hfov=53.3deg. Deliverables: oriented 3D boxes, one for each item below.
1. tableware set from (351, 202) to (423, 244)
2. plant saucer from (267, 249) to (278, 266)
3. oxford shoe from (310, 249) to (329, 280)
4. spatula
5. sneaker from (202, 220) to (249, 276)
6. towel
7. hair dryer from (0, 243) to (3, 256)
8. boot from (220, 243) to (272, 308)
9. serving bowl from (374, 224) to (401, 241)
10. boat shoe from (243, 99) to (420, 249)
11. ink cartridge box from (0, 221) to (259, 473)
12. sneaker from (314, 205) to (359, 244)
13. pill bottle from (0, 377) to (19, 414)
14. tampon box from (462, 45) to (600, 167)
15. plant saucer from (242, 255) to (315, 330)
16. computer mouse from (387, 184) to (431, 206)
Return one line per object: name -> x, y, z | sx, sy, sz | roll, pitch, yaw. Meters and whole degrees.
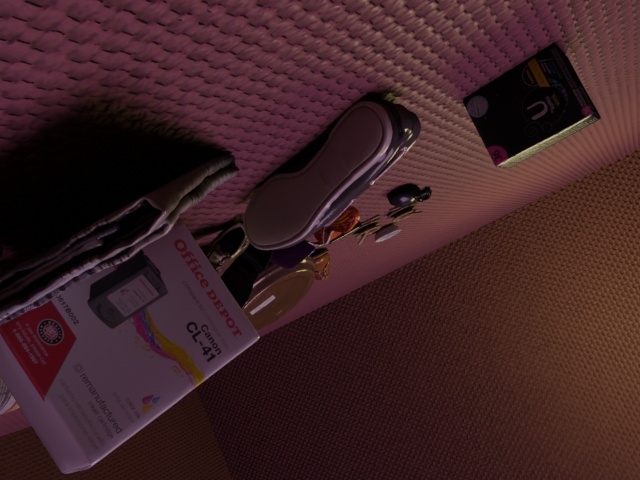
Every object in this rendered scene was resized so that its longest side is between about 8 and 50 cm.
tableware set -> 0.176, -0.046, 1.703 | 0.194, 0.039, 0.128 | -25, 170, 0
plant saucer -> -0.133, 0.047, 1.494 | 0.169, 0.029, 0.168 | -25, 170, -5
oxford shoe -> 0.001, 0.075, 1.827 | 0.076, 0.076, 0.212 | -23, 168, 0
spatula -> 0.000, 0.000, 1.478 | 0.084, 0.030, 0.296 | 22, -151, 34
sneaker -> -0.189, 0.037, 1.081 | 0.188, 0.066, 0.071 | -53, 177, -19
towel -> -0.244, 0.013, 0.684 | 0.312, 0.056, 0.324 | -27, -170, 11
hair dryer -> -0.452, 0.049, 0.594 | 0.294, 0.080, 0.224 | -19, 167, -39
boot -> -0.211, 0.106, 1.267 | 0.229, 0.091, 0.263 | -36, -170, 48
serving bowl -> 0.195, -0.025, 1.892 | 0.083, 0.027, 0.083 | -24, 170, -5
boat shoe -> 0.012, -0.081, 0.928 | 0.096, 0.112, 0.335 | -8, 158, -45
ink cartridge box -> -0.275, 0.141, 0.909 | 0.306, 0.226, 0.131 | -34, -179, -40
sneaker -> 0.039, -0.045, 1.368 | 0.067, 0.064, 0.175 | -37, -176, -27
pill bottle -> -0.528, 0.179, 0.851 | 0.162, 0.162, 0.278 | -27, 170, 16
tampon box -> 0.331, -0.204, 1.001 | 0.161, 0.120, 0.101 | -30, 169, 28
plant saucer -> -0.120, 0.139, 1.564 | 0.278, 0.041, 0.278 | -32, 157, -15
computer mouse -> 0.224, -0.100, 1.531 | 0.071, 0.041, 0.242 | -30, 169, 25
